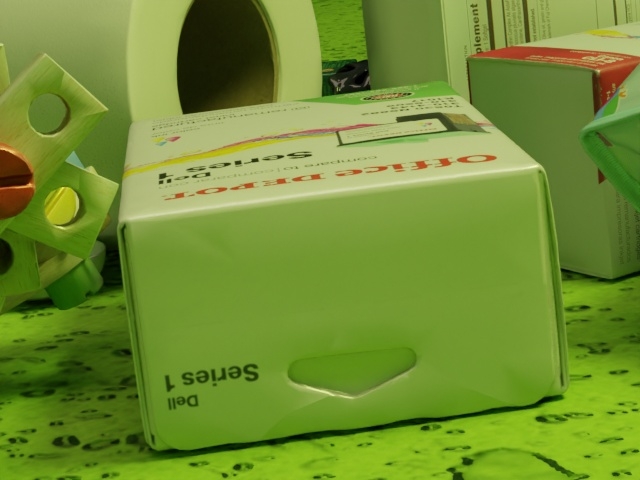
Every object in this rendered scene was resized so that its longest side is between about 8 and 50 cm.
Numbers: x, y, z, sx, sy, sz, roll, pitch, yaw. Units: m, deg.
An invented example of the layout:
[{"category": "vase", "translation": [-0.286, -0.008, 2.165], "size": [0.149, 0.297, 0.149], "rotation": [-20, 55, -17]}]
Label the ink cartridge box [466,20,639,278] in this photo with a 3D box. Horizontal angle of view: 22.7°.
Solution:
[{"category": "ink cartridge box", "translation": [0.201, -0.065, 0.996], "size": [0.176, 0.128, 0.127], "rotation": [-15, 16, -30]}]

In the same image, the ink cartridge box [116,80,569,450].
[{"category": "ink cartridge box", "translation": [0.000, 0.000, 0.852], "size": [0.201, 0.117, 0.278], "rotation": [-8, 14, -4]}]

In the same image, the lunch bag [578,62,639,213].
[{"category": "lunch bag", "translation": [0.298, -0.093, 0.780], "size": [0.262, 0.160, 0.223], "rotation": [-17, 26, 52]}]

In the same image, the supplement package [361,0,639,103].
[{"category": "supplement package", "translation": [0.185, -0.143, 1.179], "size": [0.262, 0.198, 0.199], "rotation": [-10, 14, -13]}]

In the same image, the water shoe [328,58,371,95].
[{"category": "water shoe", "translation": [0.053, -0.156, 1.527], "size": [0.080, 0.073, 0.203], "rotation": [7, 12, 8]}]

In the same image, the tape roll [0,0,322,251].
[{"category": "tape roll", "translation": [-0.129, -0.113, 1.114], "size": [0.169, 0.246, 0.246], "rotation": [1, 16, 29]}]

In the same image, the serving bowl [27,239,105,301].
[{"category": "serving bowl", "translation": [-0.180, 0.022, 1.041], "size": [0.083, 0.027, 0.083], "rotation": [-7, 14, 2]}]

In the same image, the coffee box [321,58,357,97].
[{"category": "coffee box", "translation": [-0.051, -0.159, 1.698], "size": [0.184, 0.040, 0.113], "rotation": [-5, 13, 4]}]

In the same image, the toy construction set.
[{"category": "toy construction set", "translation": [-0.177, 0.016, 0.744], "size": [0.215, 0.151, 0.327], "rotation": [-33, 5, -13]}]
